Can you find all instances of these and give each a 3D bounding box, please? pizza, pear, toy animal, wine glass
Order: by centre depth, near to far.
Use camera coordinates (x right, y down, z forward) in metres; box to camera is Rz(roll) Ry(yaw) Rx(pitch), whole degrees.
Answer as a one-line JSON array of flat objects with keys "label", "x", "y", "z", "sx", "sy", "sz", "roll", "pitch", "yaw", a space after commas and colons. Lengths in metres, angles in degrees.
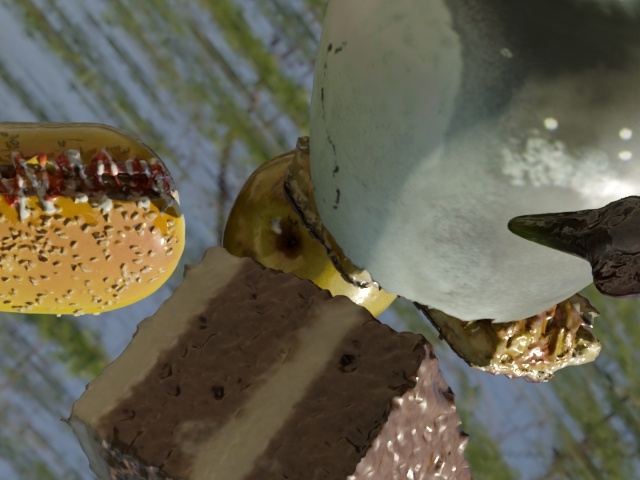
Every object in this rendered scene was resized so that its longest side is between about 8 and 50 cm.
[{"label": "toy animal", "x": 0.127, "y": -0.030, "z": 0.511, "sx": 0.105, "sy": 0.070, "sz": 0.202, "roll": -27, "pitch": -175, "yaw": 47}, {"label": "wine glass", "x": 0.121, "y": -0.124, "z": 0.955, "sx": 0.238, "sy": 0.238, "sz": 0.323, "roll": -80, "pitch": -166, "yaw": -49}, {"label": "pizza", "x": 0.103, "y": 0.011, "z": 1.444, "sx": 0.085, "sy": 0.305, "sz": 0.161, "roll": -50, "pitch": -170, "yaw": 26}, {"label": "pear", "x": 0.000, "y": 0.000, "z": 1.883, "sx": 0.209, "sy": 0.209, "sz": 0.209, "roll": -27, "pitch": -148, "yaw": 18}]

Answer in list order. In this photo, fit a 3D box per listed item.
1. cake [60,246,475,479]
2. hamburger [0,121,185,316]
[{"label": "cake", "x": -0.023, "y": 0.100, "z": 0.814, "sx": 0.147, "sy": 0.135, "sz": 0.134, "roll": 19, "pitch": -125, "yaw": 27}, {"label": "hamburger", "x": -0.297, "y": -0.022, "z": 1.951, "sx": 0.295, "sy": 0.227, "sz": 0.151, "roll": -3, "pitch": -151, "yaw": -8}]
